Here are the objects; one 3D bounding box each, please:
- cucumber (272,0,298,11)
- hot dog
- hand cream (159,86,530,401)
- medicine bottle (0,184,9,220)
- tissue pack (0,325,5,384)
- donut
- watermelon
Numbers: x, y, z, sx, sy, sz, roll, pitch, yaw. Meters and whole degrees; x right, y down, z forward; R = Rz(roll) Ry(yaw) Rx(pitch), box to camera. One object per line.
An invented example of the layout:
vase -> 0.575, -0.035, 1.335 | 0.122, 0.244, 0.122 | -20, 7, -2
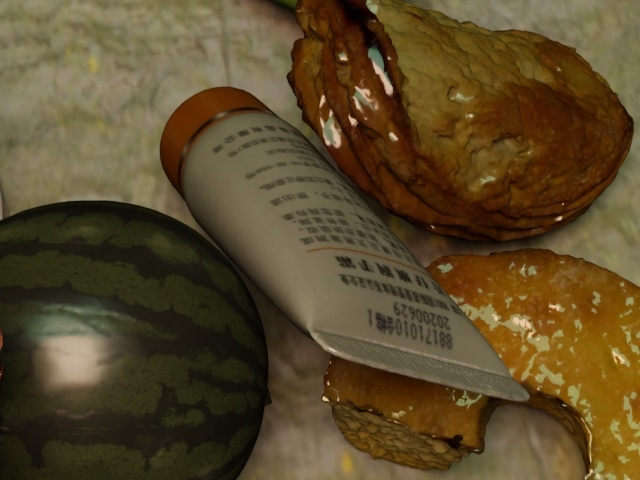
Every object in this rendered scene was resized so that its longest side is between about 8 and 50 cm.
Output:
cucumber -> -0.042, -0.277, 0.933 | 0.145, 0.105, 0.325 | -24, 66, -41
hot dog -> 0.089, -0.084, 0.820 | 0.259, 0.114, 0.175 | 12, 41, -37
hand cream -> 0.000, 0.000, 0.730 | 0.140, 0.314, 0.089 | 18, 105, -32
medicine bottle -> -0.334, -0.040, 0.735 | 0.253, 0.241, 0.252 | 1, 66, -2
tissue pack -> -0.296, 0.132, 0.592 | 0.245, 0.332, 0.123 | 20, 38, -8
donut -> 0.144, 0.090, 0.767 | 0.259, 0.101, 0.152 | 19, 65, 9
watermelon -> -0.132, 0.077, 0.707 | 0.212, 0.212, 0.212 | 1, 65, -2
